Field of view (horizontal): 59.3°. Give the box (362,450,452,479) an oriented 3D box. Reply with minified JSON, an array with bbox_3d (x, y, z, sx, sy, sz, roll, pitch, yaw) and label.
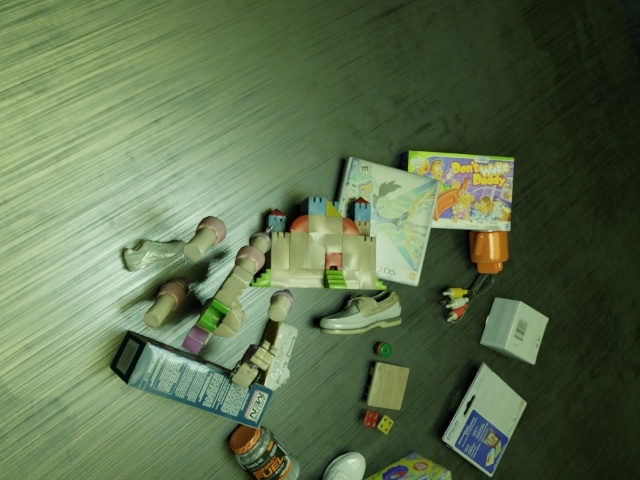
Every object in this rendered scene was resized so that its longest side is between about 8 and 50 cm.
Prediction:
[{"bbox_3d":[0.259,0.863,1.732,0.290,0.177,0.279,-15,101,-30],"label":"box"}]

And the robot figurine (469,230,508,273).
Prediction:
[{"bbox_3d":[0.570,0.001,1.906,0.158,0.128,0.219,-6,96,-17],"label":"robot figurine"}]

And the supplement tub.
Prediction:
[{"bbox_3d":[-0.151,0.578,1.498,0.117,0.117,0.190,-46,114,-22],"label":"supplement tub"}]

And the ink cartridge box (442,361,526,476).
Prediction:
[{"bbox_3d":[0.566,0.624,1.978,0.307,0.072,0.303,41,73,-24],"label":"ink cartridge box"}]

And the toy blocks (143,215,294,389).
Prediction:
[{"bbox_3d":[-0.196,0.116,1.327,0.309,0.260,0.288,34,118,-5],"label":"toy blocks"}]

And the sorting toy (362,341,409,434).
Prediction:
[{"bbox_3d":[0.198,0.458,1.749,0.132,0.046,0.274,18,83,-31],"label":"sorting toy"}]

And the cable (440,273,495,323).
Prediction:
[{"bbox_3d":[0.515,0.195,1.917,0.287,0.072,0.139,-18,107,-30],"label":"cable"}]

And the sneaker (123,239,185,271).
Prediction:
[{"bbox_3d":[-0.398,0.023,1.352,0.152,0.054,0.061,-23,102,-28],"label":"sneaker"}]

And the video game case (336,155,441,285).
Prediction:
[{"bbox_3d":[0.184,-0.053,1.659,0.300,0.036,0.328,13,89,-15],"label":"video game case"}]

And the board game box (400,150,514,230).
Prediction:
[{"bbox_3d":[0.424,-0.152,1.767,0.347,0.078,0.233,2,92,-10],"label":"board game box"}]

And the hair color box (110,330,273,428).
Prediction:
[{"bbox_3d":[-0.306,0.335,1.355,0.347,0.174,0.105,31,76,-30],"label":"hair color box"}]

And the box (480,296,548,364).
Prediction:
[{"bbox_3d":[0.692,0.322,2.005,0.182,0.119,0.181,28,78,-30],"label":"box"}]

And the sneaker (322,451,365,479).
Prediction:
[{"bbox_3d":[0.040,0.746,1.601,0.114,0.152,0.305,48,67,-10],"label":"sneaker"}]

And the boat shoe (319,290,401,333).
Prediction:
[{"bbox_3d":[0.117,0.210,1.655,0.302,0.113,0.103,-5,94,-42],"label":"boat shoe"}]

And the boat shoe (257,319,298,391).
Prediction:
[{"bbox_3d":[-0.124,0.355,1.513,0.096,0.098,0.277,24,79,-30],"label":"boat shoe"}]

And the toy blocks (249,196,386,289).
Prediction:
[{"bbox_3d":[0.000,0.000,1.520,0.382,0.191,0.260,2,85,-15],"label":"toy blocks"}]
